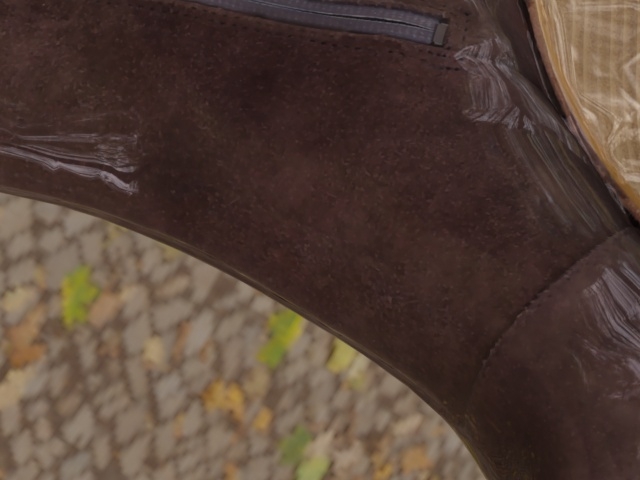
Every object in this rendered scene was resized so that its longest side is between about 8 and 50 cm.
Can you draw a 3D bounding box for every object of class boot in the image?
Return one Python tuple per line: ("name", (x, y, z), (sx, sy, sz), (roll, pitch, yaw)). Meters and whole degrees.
("boot", (0.000, 0.000, 0.463), (0.090, 0.207, 0.248), (96, 1, -61))
